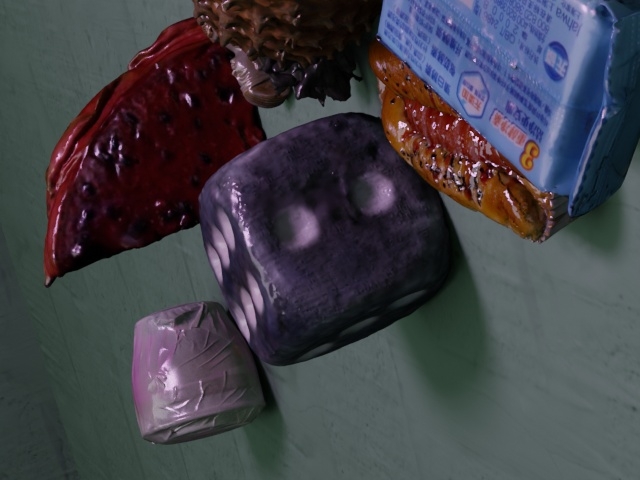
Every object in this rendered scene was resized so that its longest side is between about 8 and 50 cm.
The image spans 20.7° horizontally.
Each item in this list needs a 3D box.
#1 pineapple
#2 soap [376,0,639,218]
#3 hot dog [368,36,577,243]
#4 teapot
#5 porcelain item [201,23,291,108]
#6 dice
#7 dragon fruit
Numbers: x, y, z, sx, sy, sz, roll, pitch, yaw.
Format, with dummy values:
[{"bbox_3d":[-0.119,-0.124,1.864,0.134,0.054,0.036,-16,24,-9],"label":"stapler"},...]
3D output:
[{"bbox_3d":[-0.012,-0.219,1.457,0.202,0.202,0.362,62,179,20],"label":"pineapple"},{"bbox_3d":[0.132,-0.154,1.192,0.293,0.077,0.156,50,136,42],"label":"soap"},{"bbox_3d":[0.115,-0.093,1.354,0.268,0.075,0.144,40,145,56],"label":"hot dog"},{"bbox_3d":[-0.149,0.162,2.272,0.163,0.221,0.178,-20,78,32],"label":"teapot"},{"bbox_3d":[-0.096,-0.233,1.818,0.213,0.054,0.084,65,162,10],"label":"porcelain item"},{"bbox_3d":[0.000,0.000,1.601,0.181,0.183,0.182,63,162,13],"label":"dice"},{"bbox_3d":[-0.231,-0.104,2.027,0.329,0.286,0.228,-162,49,-77],"label":"dragon fruit"}]
